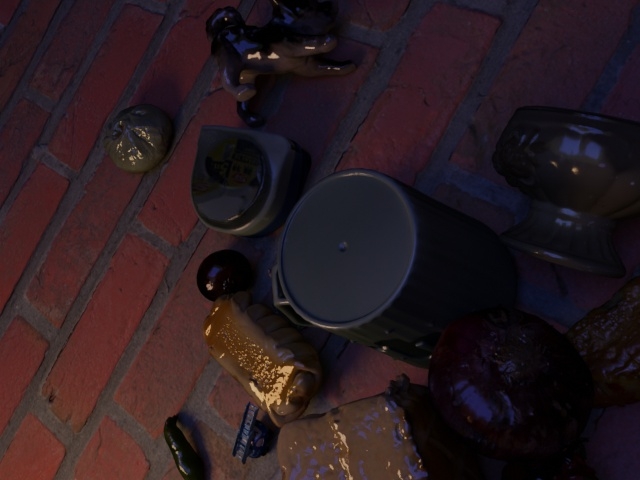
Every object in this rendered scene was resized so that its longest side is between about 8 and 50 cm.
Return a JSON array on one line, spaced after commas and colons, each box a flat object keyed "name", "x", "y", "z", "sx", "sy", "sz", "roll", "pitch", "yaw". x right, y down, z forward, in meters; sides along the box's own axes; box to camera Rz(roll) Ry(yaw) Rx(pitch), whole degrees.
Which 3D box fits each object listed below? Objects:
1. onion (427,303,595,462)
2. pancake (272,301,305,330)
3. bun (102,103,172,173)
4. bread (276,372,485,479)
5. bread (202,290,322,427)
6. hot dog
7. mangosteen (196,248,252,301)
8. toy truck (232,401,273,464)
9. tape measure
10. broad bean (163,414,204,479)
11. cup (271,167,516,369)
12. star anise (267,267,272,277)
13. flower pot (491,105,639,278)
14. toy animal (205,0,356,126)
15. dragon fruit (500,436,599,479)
[{"name": "onion", "x": 0.288, "y": 0.222, "z": 0.984, "sx": 0.246, "sy": 0.190, "sz": 0.246, "roll": -2, "pitch": 59, "yaw": 3}, {"name": "pancake", "x": -0.054, "y": 0.137, "z": 1.422, "sx": 0.116, "sy": 0.022, "sz": 0.129, "roll": 17, "pitch": 84, "yaw": 30}, {"name": "bun", "x": -0.493, "y": -0.281, "z": 1.715, "sx": 0.195, "sy": 0.118, "sz": 0.195, "roll": -9, "pitch": 69, "yaw": 24}, {"name": "bread", "x": 0.127, "y": 0.440, "z": 1.042, "sx": 0.279, "sy": 0.390, "sz": 0.371, "roll": -25, "pitch": 67, "yaw": 14}, {"name": "bread", "x": -0.123, "y": 0.233, "z": 1.372, "sx": 0.311, "sy": 0.121, "sz": 0.173, "roll": 41, "pitch": 109, "yaw": 30}, {"name": "hot dog", "x": 0.503, "y": 0.185, "z": 1.055, "sx": 0.256, "sy": 0.150, "sz": 0.153, "roll": -42, "pitch": 51, "yaw": 12}, {"name": "mangosteen", "x": -0.227, "y": 0.076, "z": 1.482, "sx": 0.140, "sy": 0.140, "sz": 0.140, "roll": -8, "pitch": 73, "yaw": 26}, {"name": "toy truck", "x": -0.139, "y": 0.398, "z": 1.350, "sx": 0.063, "sy": 0.074, "sz": 0.136, "roll": 23, "pitch": 105, "yaw": 32}, {"name": "tape measure", "x": -0.182, "y": -0.139, "z": 1.501, "sx": 0.259, "sy": 0.138, "sz": 0.262, "roll": 12, "pitch": 82, "yaw": 31}, {"name": "broad bean", "x": -0.307, "y": 0.477, "z": 1.439, "sx": 0.046, "sy": 0.061, "sz": 0.195, "roll": -40, "pitch": 62, "yaw": 15}, {"name": "cup", "x": 0.111, "y": 0.086, "z": 1.150, "sx": 0.401, "sy": 0.392, "sz": 0.310, "roll": -45, "pitch": 55, "yaw": 15}, {"name": "star anise", "x": -0.001, "y": 0.000, "z": 1.357, "sx": 0.262, "sy": 0.081, "sz": 0.230, "roll": -49, "pitch": 23, "yaw": -18}, {"name": "flower pot", "x": 0.435, "y": -0.081, "z": 1.086, "sx": 0.307, "sy": 0.307, "sz": 0.244, "roll": 18, "pitch": 98, "yaw": 30}, {"name": "toy animal", "x": -0.115, "y": -0.488, "z": 1.530, "sx": 0.344, "sy": 0.194, "sz": 0.303, "roll": -26, "pitch": 71, "yaw": 13}, {"name": "dragon fruit", "x": 0.376, "y": 0.419, "z": 1.038, "sx": 0.182, "sy": 0.182, "sz": 0.189, "roll": -25, "pitch": 65, "yaw": 20}]
